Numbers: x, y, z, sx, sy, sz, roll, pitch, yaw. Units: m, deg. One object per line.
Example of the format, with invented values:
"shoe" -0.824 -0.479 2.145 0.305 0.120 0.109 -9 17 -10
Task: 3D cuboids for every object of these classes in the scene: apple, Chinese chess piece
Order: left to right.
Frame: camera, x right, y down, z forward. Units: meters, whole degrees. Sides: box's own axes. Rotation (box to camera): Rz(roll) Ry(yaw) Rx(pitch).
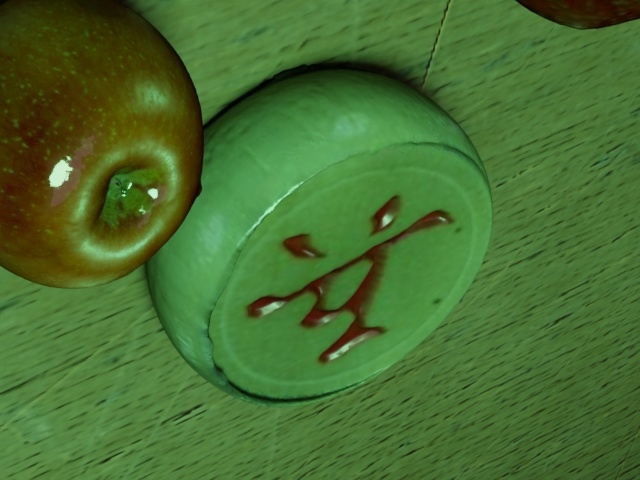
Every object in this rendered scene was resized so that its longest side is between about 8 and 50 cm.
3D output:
"apple" -0.139 -0.054 0.806 0.163 0.139 0.163 -21 135 -22
"Chinese chess piece" 0.000 0.000 1.006 0.250 0.103 0.249 -22 138 -21

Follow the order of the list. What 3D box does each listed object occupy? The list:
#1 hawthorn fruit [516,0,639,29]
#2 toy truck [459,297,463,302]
"hawthorn fruit" 0.181 -0.227 0.880 0.230 0.210 0.266 -48 159 -4
"toy truck" 0.092 0.023 1.147 0.090 0.056 0.073 10 113 -59
